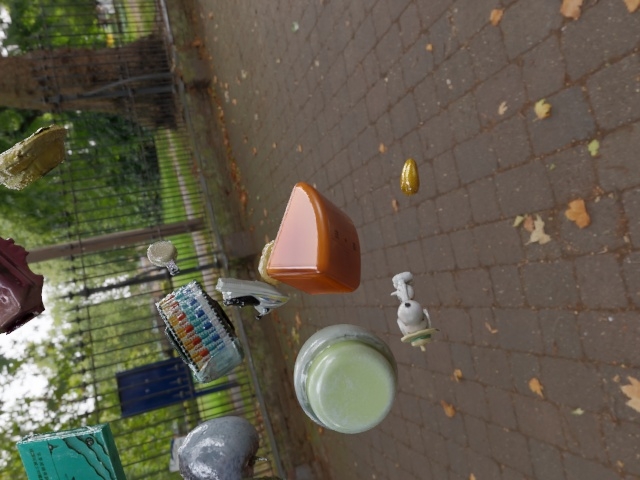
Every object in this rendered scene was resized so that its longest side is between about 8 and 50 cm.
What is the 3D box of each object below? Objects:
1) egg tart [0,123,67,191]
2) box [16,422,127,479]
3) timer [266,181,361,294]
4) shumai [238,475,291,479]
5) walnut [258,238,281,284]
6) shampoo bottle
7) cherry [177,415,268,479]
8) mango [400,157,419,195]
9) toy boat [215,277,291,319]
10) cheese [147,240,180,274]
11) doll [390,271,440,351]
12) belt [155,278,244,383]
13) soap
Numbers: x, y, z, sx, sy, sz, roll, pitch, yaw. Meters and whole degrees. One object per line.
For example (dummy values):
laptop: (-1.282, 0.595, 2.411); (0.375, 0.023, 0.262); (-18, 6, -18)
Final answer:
egg tart: (-0.896, -0.246, 1.523); (0.115, 0.290, 0.290); (57, 172, -22)
box: (-0.597, 0.535, 1.184); (0.042, 0.227, 0.160); (-63, -40, -78)
timer: (0.000, 0.000, 1.302); (0.257, 0.162, 0.249); (32, -122, -56)
shumai: (-0.192, 0.830, 1.301); (0.348, 0.396, 0.394); (-47, 54, 49)
walnut: (-0.142, 0.077, 1.764); (0.206, 0.159, 0.159); (-55, 47, 51)
shampoo bottle: (0.077, 0.421, 1.542); (0.317, 0.323, 0.322); (-144, 45, -80)
cherry: (-0.320, 0.715, 1.632); (0.218, 0.297, 0.254); (100, 178, -69)
mango: (0.215, -0.152, 1.172); (0.060, 0.046, 0.089); (-1, -85, -77)
toy boat: (-0.248, 0.206, 1.779); (0.141, 0.270, 0.140); (-157, 90, -78)
cheese: (-0.534, 0.059, 1.717); (0.171, 0.092, 0.047); (24, 145, 28)
doll: (0.348, 0.260, 1.841); (0.271, 0.144, 0.208); (-86, -21, -65)
belt: (-0.301, 0.235, 1.253); (0.257, 0.150, 0.207); (59, 166, -8)
soap: (-0.734, 0.075, 1.010); (0.325, 0.220, 0.127); (44, -169, -9)
